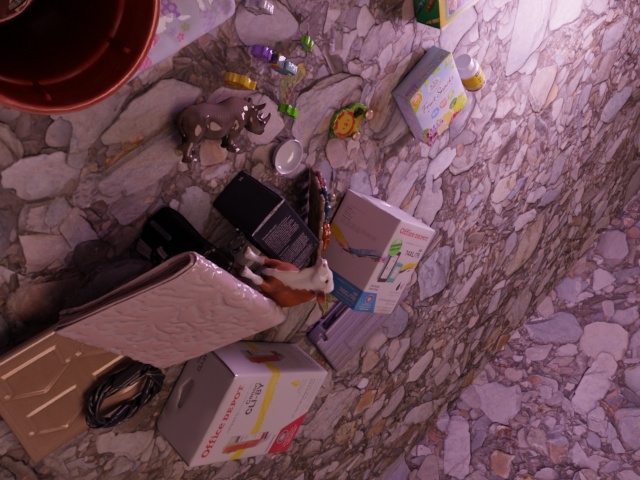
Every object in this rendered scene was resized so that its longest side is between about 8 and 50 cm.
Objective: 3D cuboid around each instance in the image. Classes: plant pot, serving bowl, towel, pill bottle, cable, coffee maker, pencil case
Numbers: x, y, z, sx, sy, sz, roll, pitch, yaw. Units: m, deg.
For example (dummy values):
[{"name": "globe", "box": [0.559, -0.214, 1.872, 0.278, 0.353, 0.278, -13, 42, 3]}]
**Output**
[{"name": "plant pot", "box": [-0.392, -0.335, 0.828, 0.272, 0.265, 0.273, -30, 137, -32]}, {"name": "serving bowl", "box": [-0.080, -0.196, 1.493, 0.083, 0.027, 0.083, -29, 138, -31]}, {"name": "towel", "box": [-0.276, 0.146, 1.252, 0.316, 0.054, 0.332, -23, 150, 16]}, {"name": "pill bottle", "box": [0.414, -0.467, 1.810, 0.065, 0.065, 0.116, -56, 144, 2]}, {"name": "cable", "box": [-0.423, 0.334, 1.402, 0.184, 0.047, 0.151, -41, 151, -21]}, {"name": "coffee maker", "box": [-0.264, 0.015, 1.322, 0.171, 0.178, 0.120, -34, 141, -23]}, {"name": "pencil case", "box": [-0.271, -0.364, 1.071, 0.273, 0.113, 0.124, -41, 136, -19]}]

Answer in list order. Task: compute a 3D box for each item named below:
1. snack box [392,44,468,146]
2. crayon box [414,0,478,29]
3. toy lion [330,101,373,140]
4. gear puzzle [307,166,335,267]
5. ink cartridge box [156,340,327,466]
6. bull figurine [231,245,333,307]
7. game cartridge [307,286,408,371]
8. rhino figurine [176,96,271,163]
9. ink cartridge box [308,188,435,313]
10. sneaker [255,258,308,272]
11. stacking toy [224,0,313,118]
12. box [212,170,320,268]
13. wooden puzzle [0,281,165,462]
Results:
[{"name": "snack box", "box": [0.297, -0.382, 1.740, 0.174, 0.070, 0.207, -50, 142, -6]}, {"name": "crayon box", "box": [0.343, -0.656, 1.565, 0.278, 0.081, 0.165, -40, 141, -20]}, {"name": "toy lion", "box": [0.070, -0.294, 1.589, 0.096, 0.034, 0.100, 27, 96, -46]}, {"name": "gear puzzle", "box": [0.000, 0.000, 1.625, 0.044, 0.175, 0.339, -3, 126, -10]}, {"name": "ink cartridge box", "box": [-0.199, 0.426, 1.736, 0.384, 0.160, 0.279, 14, 107, -52]}, {"name": "bull figurine", "box": [-0.109, 0.089, 1.417, 0.188, 0.310, 0.101, 31, 61, -23]}, {"name": "game cartridge", "box": [0.125, 0.231, 2.041, 0.355, 0.068, 0.230, -46, 147, -13]}, {"name": "rhino figurine", "box": [-0.187, -0.233, 1.304, 0.243, 0.073, 0.106, -23, 123, -41]}, {"name": "ink cartridge box", "box": [0.135, 0.033, 1.774, 0.198, 0.197, 0.270, 12, 108, -52]}, {"name": "sneaker", "box": [-0.117, 0.114, 1.654, 0.223, 0.083, 0.098, -32, 143, -30]}, {"name": "stacking toy", "box": [-0.095, -0.357, 1.301, 0.221, 0.052, 0.167, 18, 86, -59]}, {"name": "box", "box": [-0.119, -0.037, 1.470, 0.108, 0.153, 0.207, -49, 143, -7]}, {"name": "wooden puzzle", "box": [-0.503, 0.263, 1.342, 0.322, 0.080, 0.348, -33, 143, -27]}]
